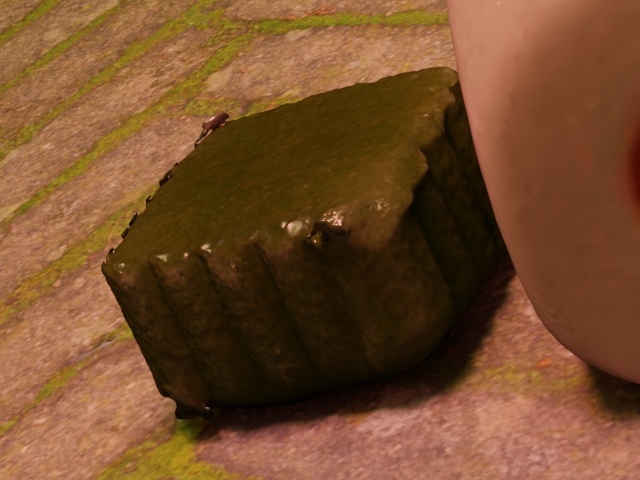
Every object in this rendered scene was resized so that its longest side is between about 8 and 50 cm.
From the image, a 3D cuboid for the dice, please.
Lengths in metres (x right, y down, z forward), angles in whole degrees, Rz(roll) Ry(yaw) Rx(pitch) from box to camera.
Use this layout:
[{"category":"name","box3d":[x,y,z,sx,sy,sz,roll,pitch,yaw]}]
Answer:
[{"category":"dice","box3d":[0.245,-0.113,1.202,0.277,0.304,0.304,-17,26,17]}]

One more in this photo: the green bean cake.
[{"category":"green bean cake","box3d":[0.000,0.000,1.384,0.250,0.156,0.247,-11,28,29]}]
